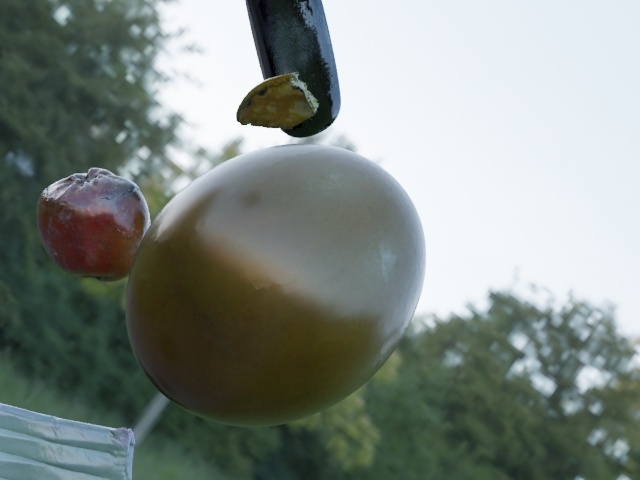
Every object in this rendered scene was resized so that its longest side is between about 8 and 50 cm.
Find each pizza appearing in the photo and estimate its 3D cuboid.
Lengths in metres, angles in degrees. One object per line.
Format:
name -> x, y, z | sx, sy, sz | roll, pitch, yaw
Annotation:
pizza -> -0.065, -0.216, 2.209 | 0.099, 0.036, 0.160 | 23, -31, -29

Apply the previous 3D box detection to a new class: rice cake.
rice cake -> -0.352, 0.321, 1.887 | 0.198, 0.189, 0.037 | 7, -6, -5

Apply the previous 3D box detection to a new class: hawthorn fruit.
hawthorn fruit -> -0.337, -0.019, 2.111 | 0.173, 0.173, 0.173 | 35, -18, 13

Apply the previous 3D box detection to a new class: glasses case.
glasses case -> -0.044, -0.315, 2.287 | 0.075, 0.122, 0.314 | 38, -33, 58

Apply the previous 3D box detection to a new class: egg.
egg -> -0.043, 0.044, 1.508 | 0.282, 0.351, 0.282 | 33, -39, 33
